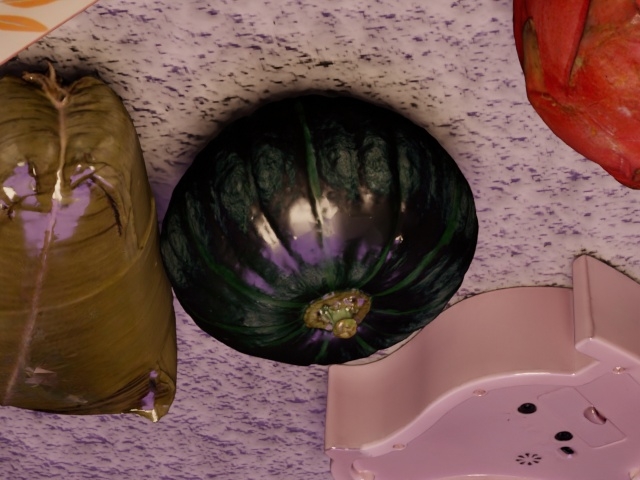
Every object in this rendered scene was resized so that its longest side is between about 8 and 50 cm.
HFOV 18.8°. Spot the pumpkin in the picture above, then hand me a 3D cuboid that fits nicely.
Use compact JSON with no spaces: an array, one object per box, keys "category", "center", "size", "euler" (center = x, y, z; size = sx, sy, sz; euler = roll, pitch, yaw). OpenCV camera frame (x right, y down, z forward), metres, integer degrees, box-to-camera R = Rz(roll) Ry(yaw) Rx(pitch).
[{"category":"pumpkin","center":[0.000,0.000,1.197],"size":[0.202,0.140,0.202],"euler":[-8,149,-5]}]

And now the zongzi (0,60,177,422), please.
[{"category":"zongzi","center":[-0.248,0.012,1.217],"size":[0.300,0.145,0.274],"euler":[-3,144,2]}]

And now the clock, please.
[{"category":"clock","center":[0.169,0.144,1.463],"size":[0.275,0.080,0.290],"euler":[-23,138,30]}]

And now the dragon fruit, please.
[{"category":"dragon fruit","center":[0.184,-0.116,1.016],"size":[0.172,0.172,0.209],"euler":[-20,111,27]}]

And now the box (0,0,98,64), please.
[{"category":"box","center":[-0.285,-0.204,0.928],"size":[0.385,0.122,0.344],"euler":[-27,138,33]}]
